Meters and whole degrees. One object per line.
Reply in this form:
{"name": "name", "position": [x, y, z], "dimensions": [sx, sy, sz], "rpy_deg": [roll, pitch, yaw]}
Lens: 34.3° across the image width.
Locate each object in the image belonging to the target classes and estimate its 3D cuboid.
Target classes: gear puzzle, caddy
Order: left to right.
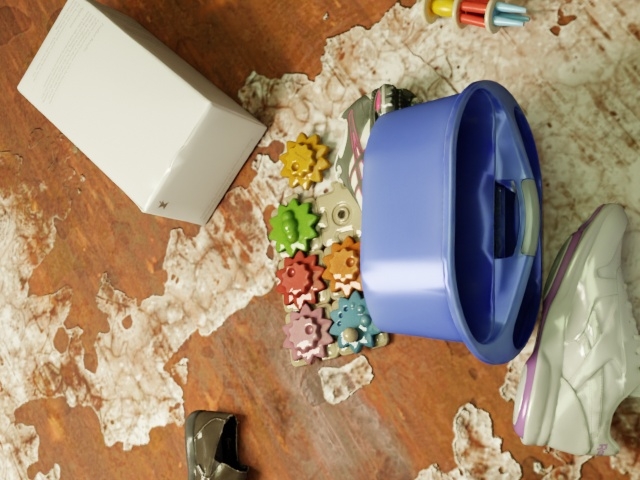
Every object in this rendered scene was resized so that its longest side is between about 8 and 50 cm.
{"name": "gear puzzle", "position": [0.000, 0.000, 1.473], "dimensions": [0.175, 0.044, 0.338], "rpy_deg": [-16, 73, 27]}
{"name": "caddy", "position": [0.182, -0.021, 1.258], "dimensions": [0.179, 0.241, 0.341], "rpy_deg": [-5, 79, 37]}

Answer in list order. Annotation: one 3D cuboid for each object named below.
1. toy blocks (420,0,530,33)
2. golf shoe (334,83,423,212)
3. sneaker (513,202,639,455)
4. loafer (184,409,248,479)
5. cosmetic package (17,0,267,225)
{"name": "toy blocks", "position": [0.220, -0.342, 1.398], "dimensions": [0.148, 0.054, 0.123], "rpy_deg": [16, 90, 32]}
{"name": "golf shoe", "position": [0.083, -0.075, 1.417], "dimensions": [0.120, 0.105, 0.272], "rpy_deg": [-14, 66, 39]}
{"name": "sneaker", "position": [0.333, 0.109, 1.239], "dimensions": [0.152, 0.114, 0.305], "rpy_deg": [16, 86, 8]}
{"name": "loafer", "position": [-0.143, 0.344, 1.475], "dimensions": [0.078, 0.080, 0.220], "rpy_deg": [-19, 72, 27]}
{"name": "cosmetic package", "position": [-0.285, -0.207, 1.615], "dimensions": [0.365, 0.155, 0.197], "rpy_deg": [42, 103, 29]}
